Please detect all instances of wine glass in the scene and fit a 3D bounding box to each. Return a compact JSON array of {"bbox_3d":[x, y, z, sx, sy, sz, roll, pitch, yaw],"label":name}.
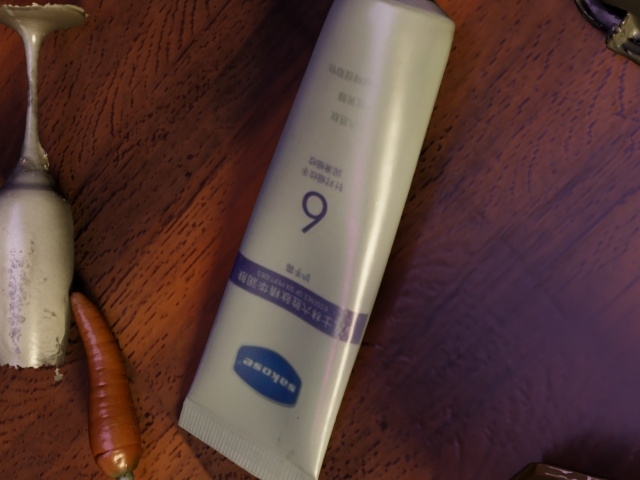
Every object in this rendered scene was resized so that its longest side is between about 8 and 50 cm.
[{"bbox_3d":[-0.204,-0.032,0.654,0.074,0.074,0.262,1,90,27],"label":"wine glass"}]

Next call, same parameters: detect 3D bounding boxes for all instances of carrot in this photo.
[{"bbox_3d":[-0.149,0.103,0.638,0.035,0.035,0.142,-21,76,25],"label":"carrot"}]

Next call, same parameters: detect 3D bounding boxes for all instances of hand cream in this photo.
[{"bbox_3d":[0.000,0.000,0.566,0.109,0.067,0.320,26,107,25],"label":"hand cream"}]

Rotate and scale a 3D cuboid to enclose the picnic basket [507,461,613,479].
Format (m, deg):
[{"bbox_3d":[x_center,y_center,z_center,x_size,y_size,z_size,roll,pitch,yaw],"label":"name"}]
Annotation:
[{"bbox_3d":[0.155,0.168,0.433,0.164,0.115,0.079,10,90,27],"label":"picnic basket"}]

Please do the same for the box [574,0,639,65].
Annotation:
[{"bbox_3d":[0.219,-0.183,0.404,0.163,0.135,0.243,40,105,22],"label":"box"}]
